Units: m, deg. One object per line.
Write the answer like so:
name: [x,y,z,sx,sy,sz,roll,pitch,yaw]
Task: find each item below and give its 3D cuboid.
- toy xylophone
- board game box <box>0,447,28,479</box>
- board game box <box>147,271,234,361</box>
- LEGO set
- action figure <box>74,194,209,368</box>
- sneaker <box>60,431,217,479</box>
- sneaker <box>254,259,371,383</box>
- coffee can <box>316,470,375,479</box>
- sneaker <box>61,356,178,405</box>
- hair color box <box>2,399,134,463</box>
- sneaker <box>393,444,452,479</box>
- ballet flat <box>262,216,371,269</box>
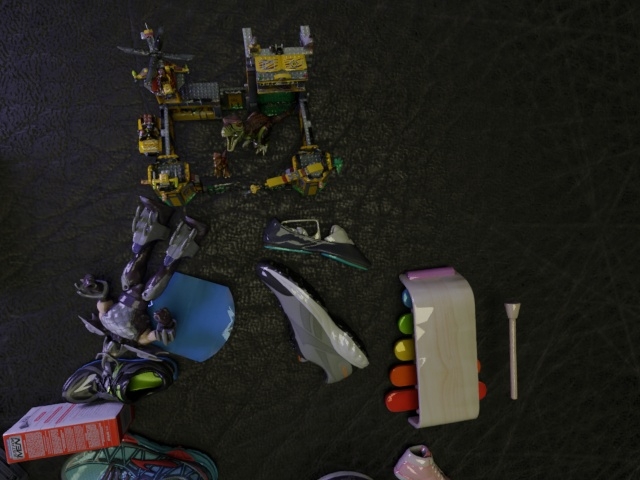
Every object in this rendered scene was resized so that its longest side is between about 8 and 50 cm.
toy xylophone: [0.251,0.212,0.822,0.237,0.081,0.322,3,95,-9]
board game box: [-0.590,0.374,0.596,0.098,0.303,0.224,-40,99,-3]
board game box: [-0.229,0.132,0.761,0.169,0.033,0.133,15,82,9]
LEGO set: [-0.126,-0.187,0.644,0.332,0.192,0.254,2,75,-6]
action figure: [-0.298,0.078,0.714,0.186,0.099,0.284,24,86,1]
sneaker: [-0.307,0.403,0.732,0.262,0.125,0.104,11,93,-10]
sneaker: [-0.027,0.147,0.768,0.108,0.100,0.271,-39,100,2]
coffee can: [0.063,0.564,0.727,0.202,0.275,0.201,-1,95,-9]
sneaker: [-0.342,0.240,0.736,0.188,0.078,0.067,-6,96,-7]
hair color box: [-0.412,0.310,0.724,0.168,0.093,0.053,-5,96,-8]
sneaker: [0.218,0.452,0.854,0.135,0.051,0.070,23,97,-6]
ballet flat: [0.000,0.000,0.773,0.203,0.074,0.074,13,93,-7]
